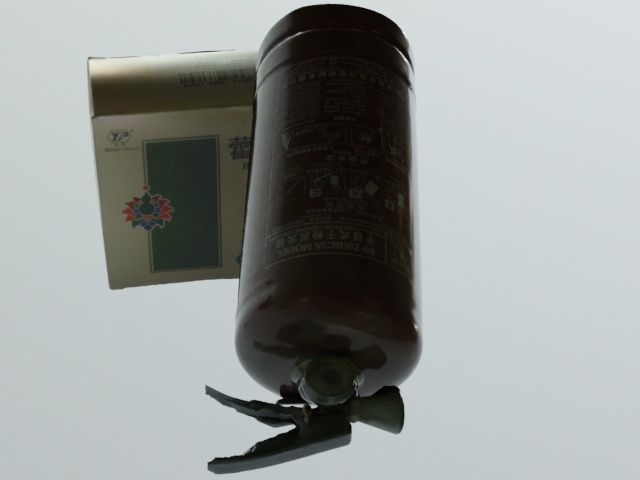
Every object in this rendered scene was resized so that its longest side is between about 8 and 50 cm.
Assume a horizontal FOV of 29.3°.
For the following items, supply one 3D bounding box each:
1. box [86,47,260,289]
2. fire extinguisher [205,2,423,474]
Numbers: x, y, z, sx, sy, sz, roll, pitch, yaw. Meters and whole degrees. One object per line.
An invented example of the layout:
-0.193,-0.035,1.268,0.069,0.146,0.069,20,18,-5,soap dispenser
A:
-0.070,-0.061,0.961,0.212,0.168,0.095,-6,-144,-9,box
0.000,0.000,0.630,0.105,0.105,0.268,21,-132,-23,fire extinguisher
